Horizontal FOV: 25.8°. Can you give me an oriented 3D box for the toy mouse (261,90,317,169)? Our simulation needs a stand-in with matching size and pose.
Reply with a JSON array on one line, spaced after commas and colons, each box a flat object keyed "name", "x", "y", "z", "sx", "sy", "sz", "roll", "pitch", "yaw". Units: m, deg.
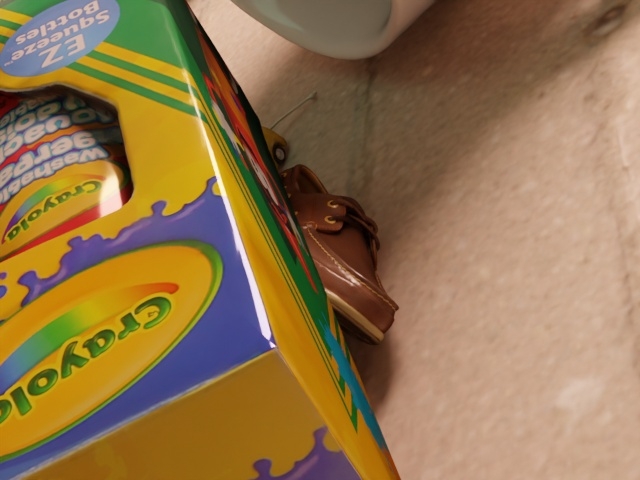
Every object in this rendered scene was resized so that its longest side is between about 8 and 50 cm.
[{"name": "toy mouse", "x": -0.089, "y": -0.039, "z": 0.956, "sx": 0.143, "sy": 0.031, "sz": 0.161, "roll": -9, "pitch": 47, "yaw": 44}]

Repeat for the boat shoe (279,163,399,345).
[{"name": "boat shoe", "x": 0.000, "y": 0.000, "z": 0.777, "sx": 0.060, "sy": 0.064, "sz": 0.178, "roll": -47, "pitch": 29, "yaw": 1}]

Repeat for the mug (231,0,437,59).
[{"name": "mug", "x": 0.086, "y": -0.301, "z": 0.874, "sx": 0.374, "sy": 0.276, "sz": 0.328, "roll": 35, "pitch": 72, "yaw": 28}]

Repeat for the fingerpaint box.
[{"name": "fingerpaint box", "x": -0.219, "y": 0.082, "z": 0.648, "sx": 0.445, "sy": 0.163, "sz": 0.371, "roll": -27, "pitch": 38, "yaw": 5}]
